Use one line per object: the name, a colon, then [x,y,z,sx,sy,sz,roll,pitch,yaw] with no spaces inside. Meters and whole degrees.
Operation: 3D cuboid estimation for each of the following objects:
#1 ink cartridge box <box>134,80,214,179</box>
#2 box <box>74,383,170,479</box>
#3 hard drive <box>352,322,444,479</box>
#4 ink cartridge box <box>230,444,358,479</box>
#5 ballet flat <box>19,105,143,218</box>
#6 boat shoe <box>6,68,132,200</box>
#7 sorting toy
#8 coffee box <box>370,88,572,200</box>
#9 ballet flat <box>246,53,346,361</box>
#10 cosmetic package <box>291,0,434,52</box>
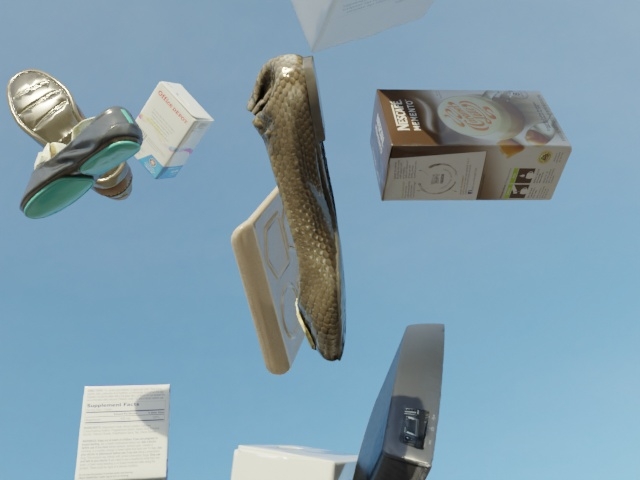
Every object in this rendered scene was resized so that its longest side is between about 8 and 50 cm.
ink cartridge box: [-0.234,-0.168,0.941,0.122,0.088,0.052,-49,-13,26]
box: [-0.288,0.289,0.911,0.126,0.137,0.072,1,-28,-11]
hard drive: [0.086,0.209,0.685,0.054,0.255,0.172,20,-65,5]
ink cartridge box: [-0.026,0.413,0.735,0.128,0.308,0.223,1,-17,18]
ballet flat: [-0.294,-0.098,0.742,0.203,0.074,0.074,-28,-46,26]
boat shoe: [-0.464,-0.185,1.128,0.110,0.307,0.104,-38,-16,-16]
sorting toy: [-0.046,0.033,0.770,0.038,0.208,0.193,-4,-67,21]
coffee box: [0.203,-0.137,0.873,0.246,0.141,0.098,-1,-45,-6]
ballet flat: [-0.015,-0.018,0.488,0.058,0.084,0.250,-8,-72,2]
cosmetic package: [0.101,-0.461,0.859,0.229,0.162,0.453,-22,-4,-15]
